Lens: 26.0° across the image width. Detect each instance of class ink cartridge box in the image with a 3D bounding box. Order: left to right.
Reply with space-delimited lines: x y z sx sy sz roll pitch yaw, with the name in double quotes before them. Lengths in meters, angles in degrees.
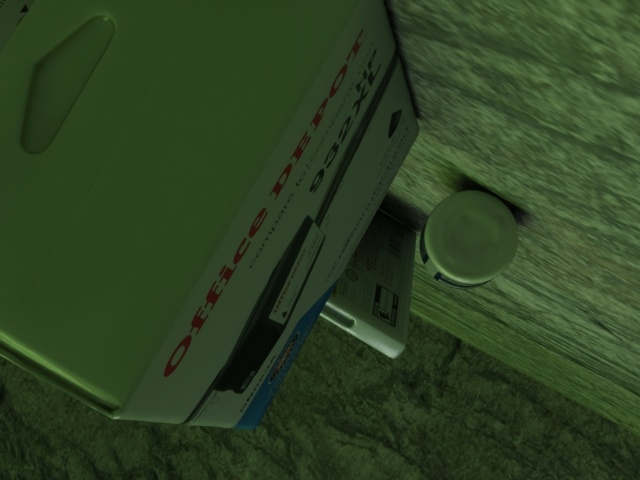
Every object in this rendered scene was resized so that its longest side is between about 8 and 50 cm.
"ink cartridge box" -0.061 -0.027 0.723 0.129 0.223 0.307 29 176 11

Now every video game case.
"video game case" 0.000 0.000 1.367 0.206 0.026 0.227 31 -152 -10

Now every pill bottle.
"pill bottle" 0.107 0.002 1.025 0.067 0.067 0.120 30 177 4

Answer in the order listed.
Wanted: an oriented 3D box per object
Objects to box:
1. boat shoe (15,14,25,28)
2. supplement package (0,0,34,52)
"boat shoe" -0.113 -0.096 1.208 0.341 0.122 0.110 36 -175 -32
"supplement package" -0.271 -0.129 1.436 0.293 0.178 0.175 30 176 -6
